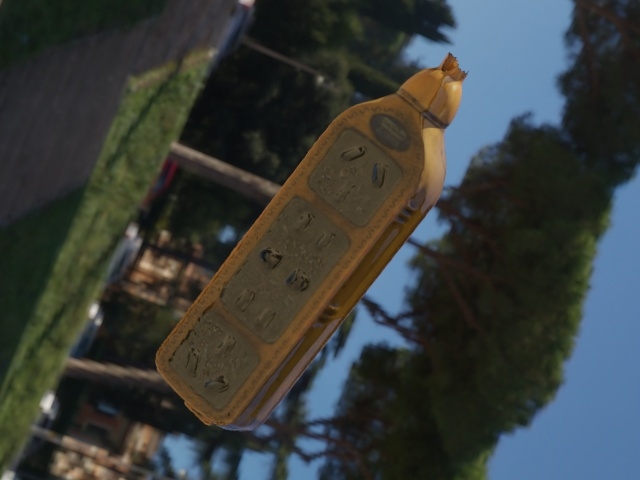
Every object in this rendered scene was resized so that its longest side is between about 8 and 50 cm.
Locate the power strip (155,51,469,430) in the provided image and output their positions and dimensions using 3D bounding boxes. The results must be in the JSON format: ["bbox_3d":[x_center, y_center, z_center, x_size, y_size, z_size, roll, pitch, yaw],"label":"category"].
[{"bbox_3d":[0.000,0.000,0.518,0.178,0.049,0.028,-52,161,5],"label":"power strip"}]
